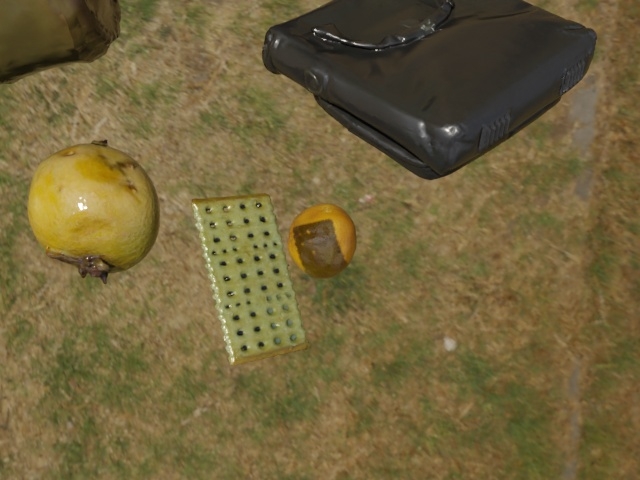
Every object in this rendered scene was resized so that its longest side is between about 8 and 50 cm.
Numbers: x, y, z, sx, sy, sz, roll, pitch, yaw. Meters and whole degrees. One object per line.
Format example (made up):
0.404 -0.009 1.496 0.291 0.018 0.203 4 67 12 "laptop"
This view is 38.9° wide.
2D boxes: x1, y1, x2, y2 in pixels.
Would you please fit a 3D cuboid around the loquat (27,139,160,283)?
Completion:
-0.395 -0.046 1.582 0.244 0.244 0.243 -9 112 -22 "loquat"

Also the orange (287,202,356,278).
0.000 0.000 1.886 0.136 0.159 0.159 8 105 -24 "orange"

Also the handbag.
0.110 -0.178 0.889 0.275 0.244 0.088 -37 150 -34 "handbag"

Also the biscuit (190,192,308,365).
-0.094 0.048 1.246 0.139 0.016 0.231 -8 79 -39 "biscuit"

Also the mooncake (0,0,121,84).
-0.429 -0.422 1.243 0.246 0.394 0.393 -17 108 1 "mooncake"
